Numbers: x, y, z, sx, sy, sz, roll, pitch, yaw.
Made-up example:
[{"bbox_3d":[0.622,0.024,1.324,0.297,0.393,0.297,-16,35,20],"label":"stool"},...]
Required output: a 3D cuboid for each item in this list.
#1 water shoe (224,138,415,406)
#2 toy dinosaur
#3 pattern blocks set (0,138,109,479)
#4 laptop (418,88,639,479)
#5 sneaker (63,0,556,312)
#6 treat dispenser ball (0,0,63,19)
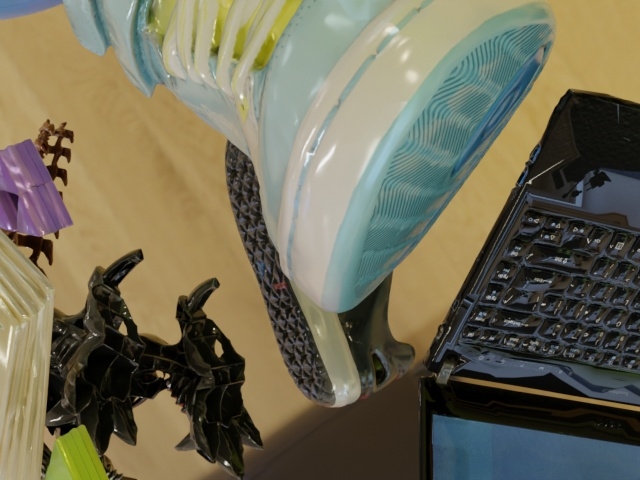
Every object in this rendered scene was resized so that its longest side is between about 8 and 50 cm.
[{"bbox_3d":[0.000,0.000,0.945,0.073,0.080,0.203,0,106,59],"label":"water shoe"},{"bbox_3d":[-0.178,0.089,0.932,0.218,0.164,0.322,-8,94,33],"label":"toy dinosaur"},{"bbox_3d":[-0.188,0.047,0.774,0.285,0.026,0.325,52,141,20],"label":"pattern blocks set"},{"bbox_3d":[0.182,0.090,0.752,0.264,0.234,0.136,-65,29,26],"label":"laptop"},{"bbox_3d":[-0.030,-0.084,0.561,0.208,0.319,0.127,38,92,3],"label":"sneaker"},{"bbox_3d":[-0.197,-0.262,0.816,0.288,0.288,0.288,13,114,31],"label":"treat dispenser ball"}]
